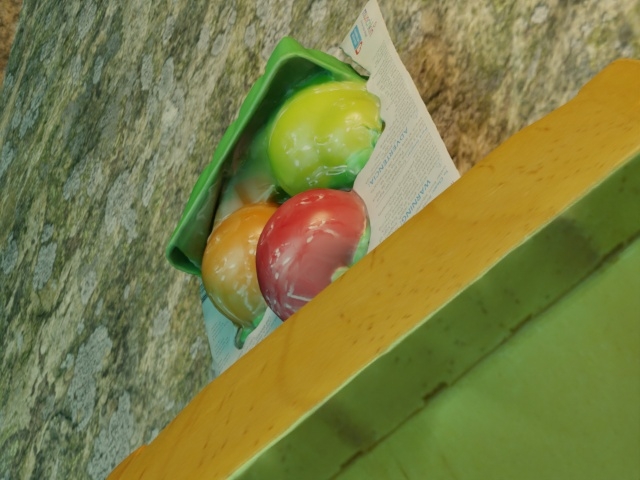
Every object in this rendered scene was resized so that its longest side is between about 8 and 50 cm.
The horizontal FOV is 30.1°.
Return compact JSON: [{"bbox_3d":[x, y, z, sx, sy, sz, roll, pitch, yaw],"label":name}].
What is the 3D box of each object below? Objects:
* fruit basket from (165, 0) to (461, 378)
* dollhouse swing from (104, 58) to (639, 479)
[{"bbox_3d":[0.000,0.000,0.992,0.327,0.165,0.353,-57,31,24],"label":"fruit basket"},{"bbox_3d":[0.100,0.154,0.491,0.347,0.305,0.315,-41,4,11],"label":"dollhouse swing"}]
